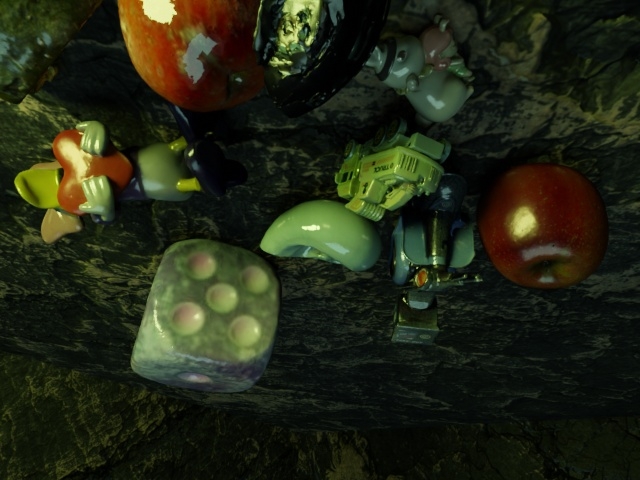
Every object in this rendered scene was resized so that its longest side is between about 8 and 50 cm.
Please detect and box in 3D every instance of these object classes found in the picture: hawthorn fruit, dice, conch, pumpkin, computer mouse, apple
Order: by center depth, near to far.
[{"bbox_3d":[0.019,-0.223,0.395,0.077,0.146,0.242,29,117,16],"label":"computer mouse"},{"bbox_3d":[-0.116,-0.216,0.427,0.172,0.173,0.173,5,147,3],"label":"hawthorn fruit"},{"bbox_3d":[-0.338,-0.267,0.472,0.139,0.190,0.280,34,-179,-37],"label":"pumpkin"},{"bbox_3d":[0.333,-0.023,0.651,0.180,0.169,0.181,10,148,6],"label":"apple"},{"bbox_3d":[0.003,-0.004,0.777,0.220,0.121,0.185,7,151,12],"label":"conch"},{"bbox_3d":[-0.253,0.176,0.959,0.269,0.272,0.270,18,145,-18],"label":"dice"}]

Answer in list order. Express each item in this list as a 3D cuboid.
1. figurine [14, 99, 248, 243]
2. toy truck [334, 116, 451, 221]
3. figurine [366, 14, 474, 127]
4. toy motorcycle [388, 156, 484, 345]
[{"bbox_3d":[-0.317,-0.103,0.670,0.419,0.155,0.193,-11,179,12],"label":"figurine"},{"bbox_3d":[0.090,-0.087,0.592,0.085,0.116,0.191,20,172,-21],"label":"toy truck"},{"bbox_3d":[0.111,-0.214,0.501,0.146,0.081,0.098,34,95,-29],"label":"figurine"},{"bbox_3d":[0.184,0.034,0.719,0.125,0.213,0.359,4,147,5],"label":"toy motorcycle"}]
